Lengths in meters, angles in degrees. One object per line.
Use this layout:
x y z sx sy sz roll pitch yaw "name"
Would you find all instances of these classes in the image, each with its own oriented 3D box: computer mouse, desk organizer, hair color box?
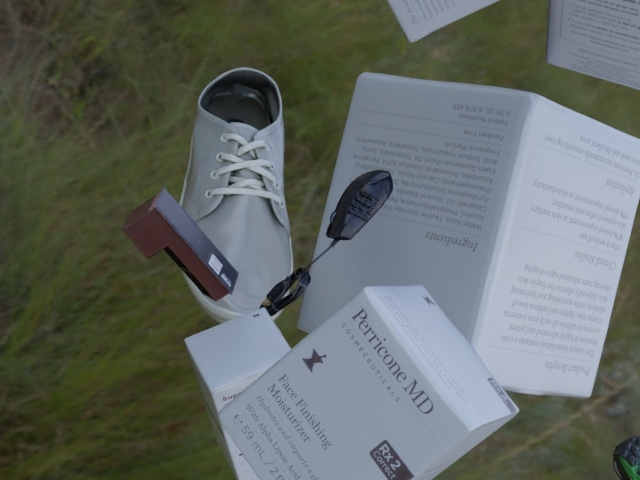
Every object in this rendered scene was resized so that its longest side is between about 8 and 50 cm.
0.000 0.000 1.499 0.041 0.242 0.071 42 0 -20 "computer mouse"
-0.151 0.012 1.292 0.130 0.050 0.047 50 22 -18 "desk organizer"
0.372 -0.343 1.428 0.105 0.174 0.347 -58 156 -28 "hair color box"

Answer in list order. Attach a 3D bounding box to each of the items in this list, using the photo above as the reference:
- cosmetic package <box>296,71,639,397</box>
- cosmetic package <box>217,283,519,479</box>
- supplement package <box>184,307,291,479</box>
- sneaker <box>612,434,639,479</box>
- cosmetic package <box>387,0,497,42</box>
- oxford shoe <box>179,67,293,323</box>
0.224 -0.006 1.738 0.329 0.327 0.393 14 91 -47 "cosmetic package"
0.044 0.151 1.048 0.151 0.184 0.151 52 18 16 "cosmetic package"
-0.076 0.188 1.384 0.105 0.105 0.179 -126 -161 -51 "supplement package"
0.473 0.372 1.411 0.343 0.146 0.134 46 44 19 "sneaker"
0.146 -0.348 1.151 0.224 0.225 0.138 61 33 -13 "cosmetic package"
-0.118 -0.076 1.695 0.130 0.169 0.449 113 -20 -49 "oxford shoe"
